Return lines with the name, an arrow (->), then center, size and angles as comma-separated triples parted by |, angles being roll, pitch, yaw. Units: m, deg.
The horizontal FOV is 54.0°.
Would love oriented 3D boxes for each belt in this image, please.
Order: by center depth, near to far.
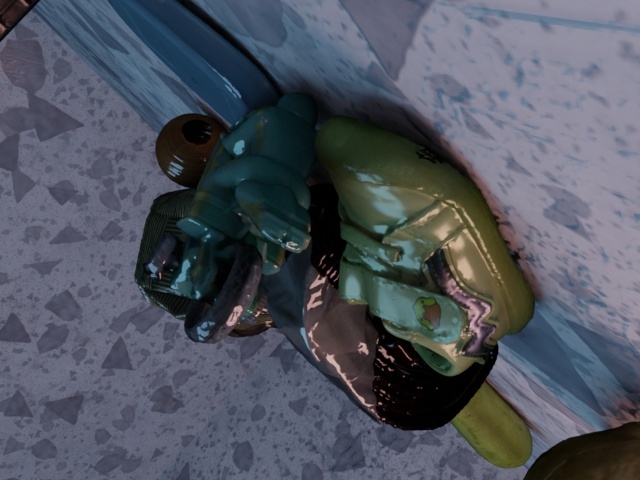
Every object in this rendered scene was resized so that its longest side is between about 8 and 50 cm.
belt -> 0.056, 0.068, 0.676 | 0.289, 0.184, 0.164 | 49, 177, -33

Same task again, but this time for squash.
squash -> 0.301, 0.332, 1.263 | 0.370, 0.118, 0.118 | 46, 173, -21

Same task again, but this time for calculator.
calculator -> -0.120, -0.186, 0.686 | 0.303, 0.042, 0.188 | 42, 173, 7

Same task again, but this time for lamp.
lamp -> -0.223, -0.158, 1.113 | 0.136, 0.136, 0.136 | 42, 174, 5

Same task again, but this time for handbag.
handbag -> -0.125, 0.037, 1.070 | 0.341, 0.247, 0.240 | 8, 178, -28

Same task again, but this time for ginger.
ginger -> 0.267, 0.291, 0.615 | 0.166, 0.236, 0.375 | 19, 165, 36

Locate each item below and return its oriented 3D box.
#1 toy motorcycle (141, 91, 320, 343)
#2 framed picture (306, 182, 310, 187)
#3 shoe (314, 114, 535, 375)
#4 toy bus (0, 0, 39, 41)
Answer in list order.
toy motorcycle -> -0.060, -0.034, 0.557 | 0.109, 0.198, 0.296 | 31, -160, -21
framed picture -> 0.000, 0.000, 0.850 | 0.338, 0.014, 0.255 | 47, -162, -38
shoe -> 0.085, 0.016, 0.496 | 0.140, 0.128, 0.262 | 14, 157, 49
toy bus -> -0.493, -0.348, 0.851 | 0.138, 0.275, 0.167 | 38, 174, 38
